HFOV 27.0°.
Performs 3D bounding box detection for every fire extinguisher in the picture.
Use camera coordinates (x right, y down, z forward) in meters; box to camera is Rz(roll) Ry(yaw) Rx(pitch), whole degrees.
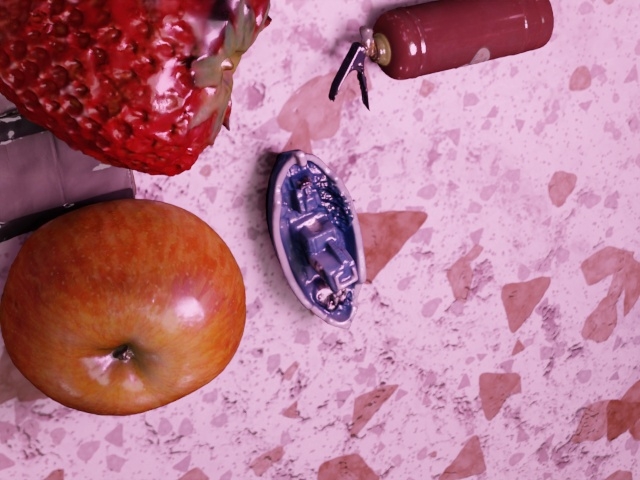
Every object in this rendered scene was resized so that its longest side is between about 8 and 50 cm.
[{"bbox_3d":[0.161,-0.269,1.873,0.344,0.102,0.138,-17,122,-24],"label":"fire extinguisher"}]

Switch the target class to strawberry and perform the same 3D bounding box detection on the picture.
[{"bbox_3d":[-0.235,-0.232,1.577,0.291,0.310,0.291,-52,154,-40],"label":"strawberry"}]

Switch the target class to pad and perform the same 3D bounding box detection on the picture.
[{"bbox_3d":[-0.354,-0.092,1.698,0.233,0.022,0.174,-21,122,-20],"label":"pad"}]

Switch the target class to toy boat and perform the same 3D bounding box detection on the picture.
[{"bbox_3d":[0.000,0.000,1.879,0.129,0.142,0.309,-26,124,-16],"label":"toy boat"}]

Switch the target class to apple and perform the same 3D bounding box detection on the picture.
[{"bbox_3d":[-0.246,0.093,1.701,0.309,0.250,0.277,-36,132,-7],"label":"apple"}]
